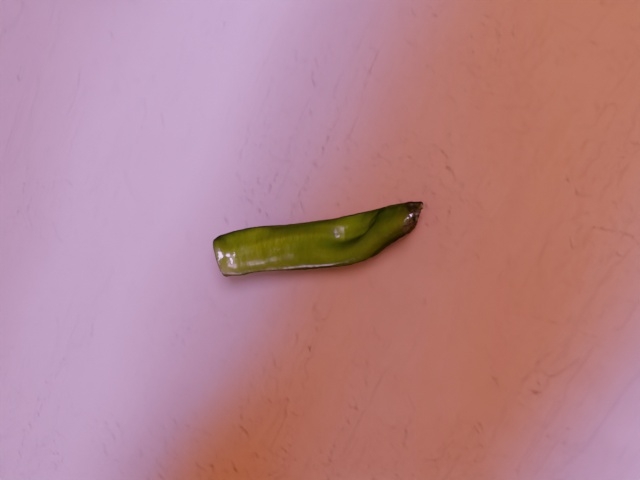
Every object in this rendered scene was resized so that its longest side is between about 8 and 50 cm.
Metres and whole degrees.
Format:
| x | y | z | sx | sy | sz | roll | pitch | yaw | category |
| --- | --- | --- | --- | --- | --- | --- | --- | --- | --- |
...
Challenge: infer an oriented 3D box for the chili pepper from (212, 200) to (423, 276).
| x | y | z | sx | sy | sz | roll | pitch | yaw | category |
| --- | --- | --- | --- | --- | --- | --- | --- | --- | --- |
| 0.000 | 0.000 | 0.761 | 0.201 | 0.052 | 0.050 | -10 | 124 | 28 | chili pepper |
